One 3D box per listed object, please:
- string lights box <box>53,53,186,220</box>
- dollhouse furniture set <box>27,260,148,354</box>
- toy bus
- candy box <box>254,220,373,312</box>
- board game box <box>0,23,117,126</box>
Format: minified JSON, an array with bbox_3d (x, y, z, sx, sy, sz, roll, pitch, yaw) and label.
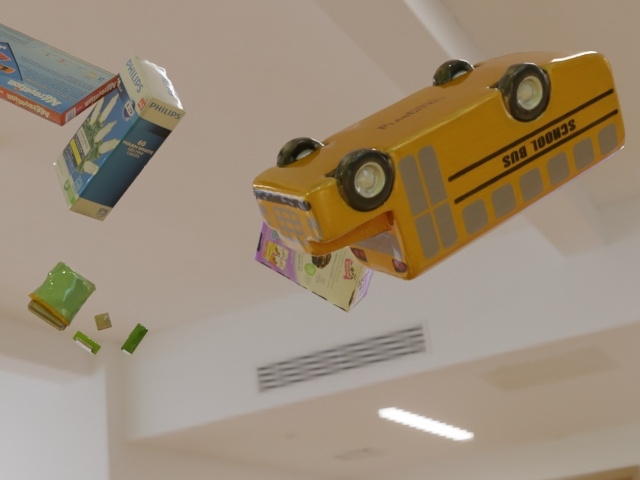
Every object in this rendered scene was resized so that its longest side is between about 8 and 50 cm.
[{"bbox_3d":[-0.349,-0.175,1.759,0.076,0.133,0.260,20,-60,-42],"label":"string lights box"},{"bbox_3d":[-0.294,0.092,1.288,0.151,0.076,0.058,36,-17,-4],"label":"dollhouse furniture set"},{"bbox_3d":[0.111,-0.071,0.895,0.332,0.130,0.108,-30,25,-25],"label":"toy bus"},{"bbox_3d":[0.000,0.000,1.701,0.070,0.196,0.165,-39,-28,-49],"label":"candy box"},{"bbox_3d":[-0.482,-0.275,1.628,0.281,0.145,0.027,25,-49,15],"label":"board game box"}]
